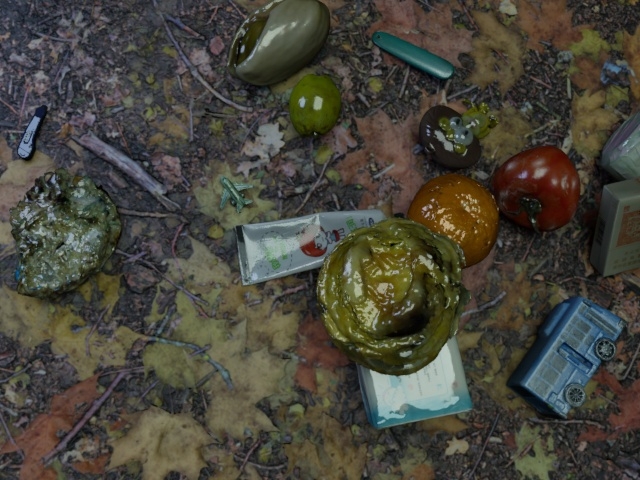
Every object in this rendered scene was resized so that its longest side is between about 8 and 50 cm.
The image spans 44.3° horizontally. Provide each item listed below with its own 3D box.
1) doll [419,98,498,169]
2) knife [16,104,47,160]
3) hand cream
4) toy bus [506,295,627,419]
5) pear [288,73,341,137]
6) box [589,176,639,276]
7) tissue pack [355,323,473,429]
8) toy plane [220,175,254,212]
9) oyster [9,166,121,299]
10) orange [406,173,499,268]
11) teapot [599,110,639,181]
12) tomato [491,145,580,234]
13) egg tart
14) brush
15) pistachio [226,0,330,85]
[{"bbox_3d":[0.282,-0.232,1.624,0.145,0.096,0.188,36,66,-8],"label":"doll"},{"bbox_3d":[-0.561,-0.213,1.537,0.031,0.018,0.121,17,77,3],"label":"knife"},{"bbox_3d":[0.000,0.000,1.558,0.336,0.076,0.121,-11,79,-3],"label":"hand cream"},{"bbox_3d":[0.483,0.224,1.549,0.133,0.116,0.234,37,78,4],"label":"toy bus"},{"bbox_3d":[-0.010,-0.271,1.585,0.107,0.107,0.131,1,91,-8],"label":"pear"},{"bbox_3d":[0.629,-0.031,1.584,0.141,0.201,0.058,-12,39,-11],"label":"box"},{"bbox_3d":[0.161,0.210,1.502,0.201,0.124,0.271,-10,82,-9],"label":"tissue pack"},{"bbox_3d":[-0.172,-0.095,1.562,0.080,0.033,0.083,-37,79,-12],"label":"toy plane"},{"bbox_3d":[-0.491,-0.009,1.475,0.198,0.092,0.260,32,74,-5],"label":"oyster"},{"bbox_3d":[0.256,-0.034,1.543,0.193,0.161,0.193,5,78,-22],"label":"orange"},{"bbox_3d":[0.708,-0.184,1.611,0.178,0.221,0.163,39,47,-4],"label":"teapot"},{"bbox_3d":[0.444,-0.107,1.583,0.187,0.187,0.151,42,55,2],"label":"tomato"},{"bbox_3d":[0.133,0.089,1.401,0.297,0.132,0.297,0,75,1],"label":"egg tart"},{"bbox_3d":[0.196,-0.392,1.675,0.193,0.032,0.043,28,81,11],"label":"brush"},{"bbox_3d":[-0.083,-0.402,1.583,0.238,0.138,0.153,-33,120,-12],"label":"pistachio"}]
